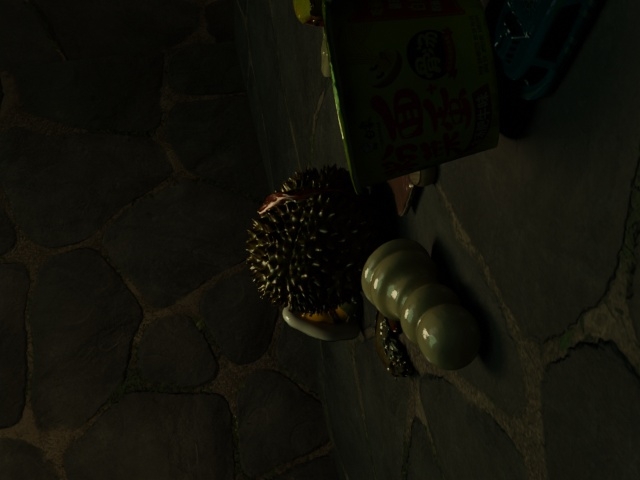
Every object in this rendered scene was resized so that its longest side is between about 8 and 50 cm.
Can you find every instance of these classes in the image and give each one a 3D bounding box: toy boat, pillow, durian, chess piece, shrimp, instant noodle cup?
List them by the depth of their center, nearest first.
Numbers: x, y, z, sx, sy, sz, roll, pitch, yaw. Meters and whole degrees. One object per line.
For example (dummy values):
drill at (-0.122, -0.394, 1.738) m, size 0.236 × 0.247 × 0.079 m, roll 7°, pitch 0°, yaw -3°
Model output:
toy boat at (0.265, -0.290, 0.948) m, size 0.299 × 0.092 × 0.134 m, roll 102°, pitch 153°, yaw -61°
instant noodle cup at (0.136, -0.237, 1.141) m, size 0.311 × 0.221 × 0.311 m, roll -10°, pitch -90°, yaw -84°
chess piece at (0.209, 0.132, 1.484) m, size 0.300 × 0.167 × 0.167 m, roll -129°, pitch 31°, yaw -55°
chess piece at (0.201, -0.149, 1.518) m, size 0.083 × 0.038 × 0.084 m, roll 171°, pitch 90°, yaw -81°
pillow at (0.162, -0.173, 1.682) m, size 0.126 × 0.043 × 0.232 m, roll 97°, pitch 159°, yaw -54°
durian at (-0.005, -0.002, 1.879) m, size 0.347 × 0.347 × 0.384 m, roll -149°, pitch 79°, yaw -76°
shrimp at (0.183, 0.245, 1.932) m, size 0.253 × 0.058 × 0.173 m, roll -124°, pitch 35°, yaw -68°

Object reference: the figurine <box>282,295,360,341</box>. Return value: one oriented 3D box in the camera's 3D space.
figurine at (0.024, 0.200, 2.302) m, size 0.166 × 0.250 × 0.141 m, roll -106°, pitch 31°, yaw -46°

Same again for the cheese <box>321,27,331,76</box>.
cheese at (0.024, -0.532, 2.068) m, size 0.194 × 0.043 × 0.065 m, roll 93°, pitch 162°, yaw -51°

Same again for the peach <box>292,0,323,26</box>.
peach at (0.003, -0.631, 1.780) m, size 0.154 × 0.159 × 0.267 m, roll 161°, pitch 97°, yaw -68°
